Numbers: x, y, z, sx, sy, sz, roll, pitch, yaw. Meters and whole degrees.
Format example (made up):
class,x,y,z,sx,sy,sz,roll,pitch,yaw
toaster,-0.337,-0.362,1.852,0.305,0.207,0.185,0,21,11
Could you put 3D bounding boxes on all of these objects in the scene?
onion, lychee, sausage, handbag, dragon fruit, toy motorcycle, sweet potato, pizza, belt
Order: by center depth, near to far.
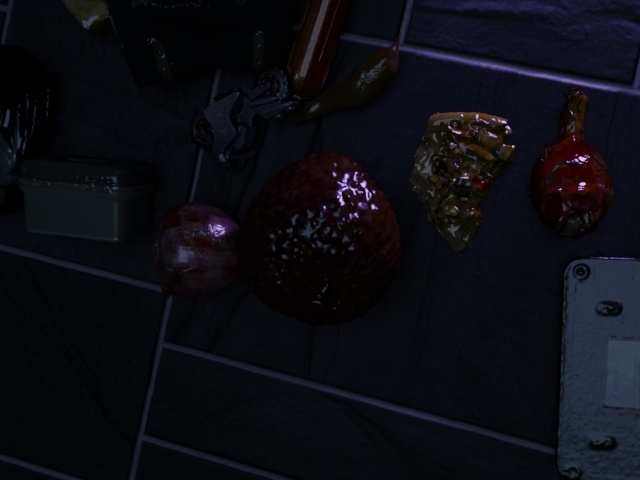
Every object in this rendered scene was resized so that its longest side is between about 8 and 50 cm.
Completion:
class,x,y,z,sx,sy,sz,roll,pitch,yaw
dragon fruit,0.380,-0.119,1.287,0.125,0.125,0.246,8,77,-20
lychee,0.000,0.000,1.310,0.260,0.260,0.260,0,91,12
pizza,0.211,-0.102,1.345,0.147,0.069,0.226,24,96,9
handbag,-0.190,-0.398,1.378,0.342,0.152,0.288,-4,104,-2
sausage,0.000,-0.342,1.380,0.083,0.083,0.264,20,96,11
sweet potato,0.052,-0.239,1.381,0.226,0.068,0.068,-34,84,19
toy motorcycle,-0.125,-0.193,1.397,0.215,0.080,0.122,-28,84,29
onion,-0.178,0.015,1.402,0.195,0.159,0.159,-2,91,-17
belt,-0.555,-0.187,1.439,0.164,0.184,0.289,12,95,29

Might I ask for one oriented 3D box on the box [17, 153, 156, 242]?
class,x,y,z,sx,sy,sz,roll,pitch,yaw
box,-0.392,-0.073,1.439,0.210,0.148,0.129,7,101,14

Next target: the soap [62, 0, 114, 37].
class,x,y,z,sx,sy,sz,roll,pitch,yaw
soap,-0.376,-0.481,1.457,0.160,0.080,0.257,9,93,11

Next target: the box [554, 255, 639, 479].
class,x,y,z,sx,sy,sz,roll,pitch,yaw
box,0.470,0.200,1.301,0.211,0.058,0.350,1,92,11
